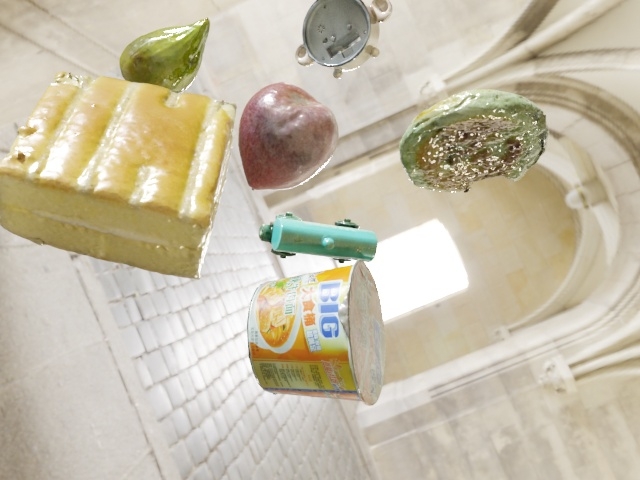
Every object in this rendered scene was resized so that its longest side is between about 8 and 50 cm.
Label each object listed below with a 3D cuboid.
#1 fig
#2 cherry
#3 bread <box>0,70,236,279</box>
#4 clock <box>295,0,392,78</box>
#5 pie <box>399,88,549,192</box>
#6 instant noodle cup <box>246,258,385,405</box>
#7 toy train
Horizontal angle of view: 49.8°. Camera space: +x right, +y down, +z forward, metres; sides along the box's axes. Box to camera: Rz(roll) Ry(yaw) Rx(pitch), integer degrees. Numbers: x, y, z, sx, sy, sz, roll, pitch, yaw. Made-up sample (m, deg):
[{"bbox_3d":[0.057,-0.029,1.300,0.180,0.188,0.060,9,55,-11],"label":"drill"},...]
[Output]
[{"bbox_3d":[-0.347,-0.409,1.595,0.167,0.234,0.167,-7,90,-75],"label":"fig"},{"bbox_3d":[-0.078,-0.231,1.588,0.206,0.239,0.239,-40,111,-48],"label":"cherry"},{"bbox_3d":[-0.233,-0.095,0.831,0.246,0.239,0.111,-84,-169,-46],"label":"bread"},{"bbox_3d":[0.040,-0.420,1.393,0.063,0.229,0.155,-6,75,-62],"label":"clock"},{"bbox_3d":[0.292,-0.181,1.319,0.302,0.303,0.066,58,25,-59],"label":"pie"},{"bbox_3d":[-0.006,0.189,1.375,0.296,0.214,0.296,-7,90,-73],"label":"instant noodle cup"},{"bbox_3d":[0.000,0.000,1.433,0.159,0.248,0.101,-158,-105,-75],"label":"toy train"}]
